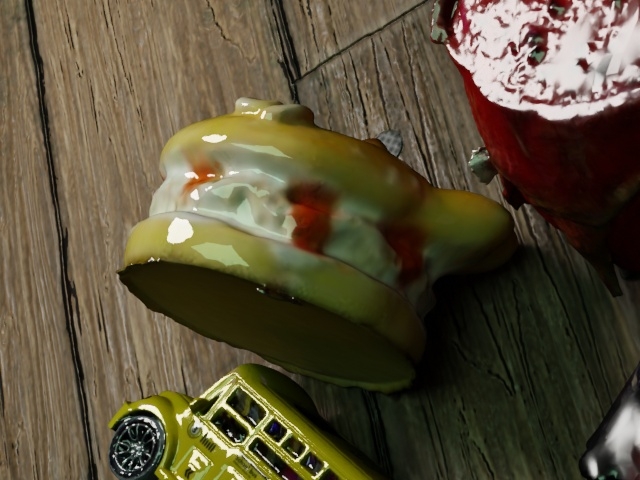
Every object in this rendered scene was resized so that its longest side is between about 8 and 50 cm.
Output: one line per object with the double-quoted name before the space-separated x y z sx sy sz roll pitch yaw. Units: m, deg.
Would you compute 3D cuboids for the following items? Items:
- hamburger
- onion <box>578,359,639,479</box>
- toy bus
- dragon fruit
"hamburger" 0.000 0.000 1.379 0.302 0.261 0.186 15 74 24
"onion" 0.297 0.148 1.110 0.281 0.221 0.281 -47 21 24
"toy bus" -0.025 0.214 1.362 0.331 0.145 0.151 38 93 39
"dragon fruit" 0.230 -0.060 1.215 0.343 0.282 0.100 4 39 45
